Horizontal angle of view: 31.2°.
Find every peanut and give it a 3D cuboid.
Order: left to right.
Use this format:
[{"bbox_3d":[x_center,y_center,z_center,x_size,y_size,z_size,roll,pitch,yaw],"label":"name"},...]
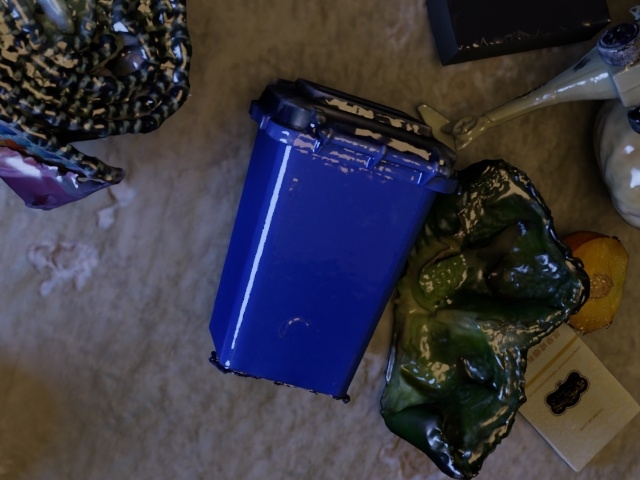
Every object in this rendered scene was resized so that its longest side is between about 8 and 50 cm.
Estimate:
[{"bbox_3d":[0.319,-0.130,1.008,0.124,0.123,0.256,27,83,-16],"label":"peanut"}]

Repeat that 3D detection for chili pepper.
[{"bbox_3d":[0.138,0.061,0.994,0.116,0.148,0.264,8,95,-33],"label":"chili pepper"}]

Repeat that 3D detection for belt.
[{"bbox_3d":[-0.218,-0.188,0.852,0.207,0.160,0.295,-41,109,-22],"label":"belt"}]

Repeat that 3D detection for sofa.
[{"bbox_3d":[0.168,-0.207,0.995,0.147,0.060,0.085,-13,86,-11],"label":"sofa"}]

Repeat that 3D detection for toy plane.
[{"bbox_3d":[0.223,-0.136,0.949,0.286,0.108,0.092,-25,124,17],"label":"toy plane"}]

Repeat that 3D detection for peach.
[{"bbox_3d":[0.232,0.035,1.039,0.098,0.061,0.098,-12,111,-33],"label":"peach"}]

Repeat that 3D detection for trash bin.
[{"bbox_3d":[0.000,0.000,0.927,0.163,0.184,0.234,17,101,-14],"label":"trash bin"}]

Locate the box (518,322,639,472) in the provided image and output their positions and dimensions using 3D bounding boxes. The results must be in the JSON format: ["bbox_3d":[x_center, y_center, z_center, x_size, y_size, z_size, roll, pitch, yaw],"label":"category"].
[{"bbox_3d":[0.220,0.131,1.076,0.090,0.024,0.167,-44,106,-2],"label":"box"}]
